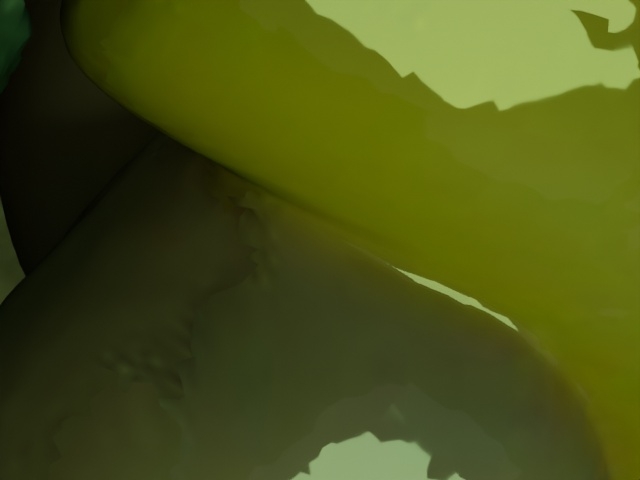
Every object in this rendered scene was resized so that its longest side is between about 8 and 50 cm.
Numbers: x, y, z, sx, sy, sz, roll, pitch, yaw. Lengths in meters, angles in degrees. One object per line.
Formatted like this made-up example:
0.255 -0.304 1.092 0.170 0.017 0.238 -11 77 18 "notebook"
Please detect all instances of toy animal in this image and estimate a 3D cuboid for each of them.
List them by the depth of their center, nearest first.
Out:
0.018 0.007 0.472 0.277 0.247 0.345 11 109 -28 "toy animal"

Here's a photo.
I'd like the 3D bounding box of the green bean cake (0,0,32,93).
-0.238 -0.034 0.359 0.308 0.169 0.300 28 155 -13 "green bean cake"
